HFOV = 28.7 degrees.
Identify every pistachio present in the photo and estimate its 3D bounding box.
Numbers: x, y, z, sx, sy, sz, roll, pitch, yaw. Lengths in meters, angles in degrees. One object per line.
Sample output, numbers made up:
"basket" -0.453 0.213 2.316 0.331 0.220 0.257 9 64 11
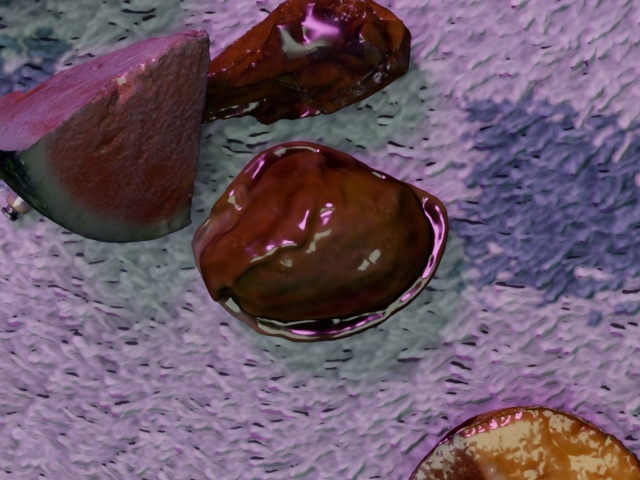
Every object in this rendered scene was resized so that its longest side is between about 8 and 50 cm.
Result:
"pistachio" 0.000 0.000 1.013 0.210 0.130 0.165 -7 94 -1

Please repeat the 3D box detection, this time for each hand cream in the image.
"hand cream" -0.239 -0.059 1.089 0.035 0.022 0.102 42 95 0

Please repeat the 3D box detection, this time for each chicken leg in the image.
"chicken leg" -0.074 -0.128 1.016 0.304 0.113 0.093 -17 66 13

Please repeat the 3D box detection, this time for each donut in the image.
"donut" 0.159 0.204 1.041 0.217 0.085 0.141 -22 94 9

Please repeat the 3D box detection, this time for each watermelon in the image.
"watermelon" -0.154 -0.062 0.959 0.202 0.136 0.207 -29 136 35

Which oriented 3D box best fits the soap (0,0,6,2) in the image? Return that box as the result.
"soap" -0.266 -0.302 1.009 0.347 0.115 0.208 -8 97 8
